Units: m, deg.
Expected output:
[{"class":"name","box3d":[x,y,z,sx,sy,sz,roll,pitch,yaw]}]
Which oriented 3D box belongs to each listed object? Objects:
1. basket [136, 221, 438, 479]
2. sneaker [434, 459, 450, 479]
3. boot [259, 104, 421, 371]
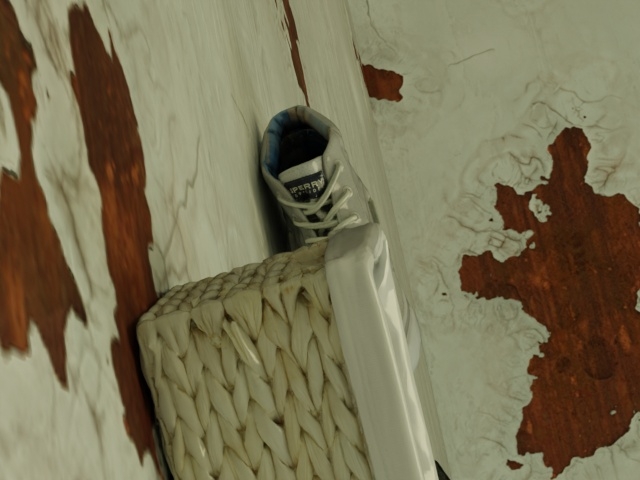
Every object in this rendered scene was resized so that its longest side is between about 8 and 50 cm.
[{"class":"basket","box3d":[-0.006,0.087,0.567,0.113,0.103,0.167,-61,138,-81]},{"class":"sneaker","box3d":[0.037,0.193,0.650,0.079,0.121,0.217,69,10,-49]},{"class":"boot","box3d":[0.000,0.000,0.956,0.258,0.095,0.123,-109,176,-57]}]
